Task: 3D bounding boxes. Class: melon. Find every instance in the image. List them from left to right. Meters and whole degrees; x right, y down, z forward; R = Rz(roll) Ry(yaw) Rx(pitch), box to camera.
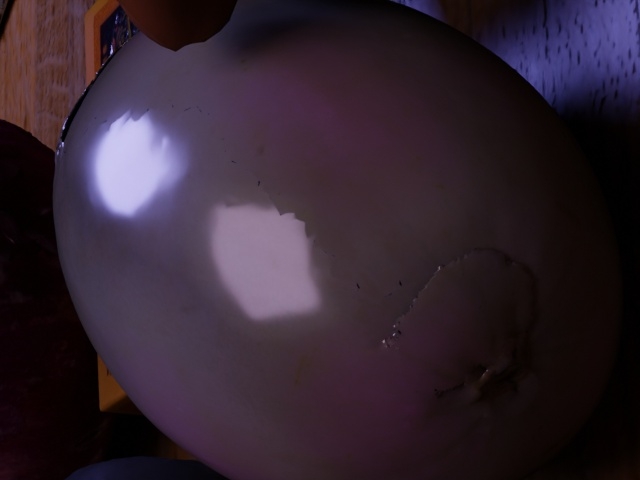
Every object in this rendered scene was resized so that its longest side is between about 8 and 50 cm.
[{"bbox_3d":[0.000,0.000,0.850,0.317,0.223,0.223,38,115,56],"label":"melon"}]

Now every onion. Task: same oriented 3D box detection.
[{"bbox_3d":[-0.232,0.051,1.216,0.256,0.272,0.230,44,136,15],"label":"onion"}]

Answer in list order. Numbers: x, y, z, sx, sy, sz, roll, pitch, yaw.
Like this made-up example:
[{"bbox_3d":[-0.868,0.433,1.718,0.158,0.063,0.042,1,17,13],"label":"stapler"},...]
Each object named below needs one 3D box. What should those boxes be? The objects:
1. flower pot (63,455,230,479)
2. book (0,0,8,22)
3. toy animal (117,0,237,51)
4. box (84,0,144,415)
[{"bbox_3d":[-0.083,0.217,0.957,0.269,0.269,0.166,-45,26,46],"label":"flower pot"},{"bbox_3d":[-0.302,-0.248,1.622,0.322,0.018,0.228,-64,36,27],"label":"book"},{"bbox_3d":[0.048,-0.231,0.759,0.338,0.191,0.216,-25,16,18],"label":"toy animal"},{"bbox_3d":[-0.070,-0.049,1.126,0.174,0.076,0.274,-34,55,50],"label":"box"}]
